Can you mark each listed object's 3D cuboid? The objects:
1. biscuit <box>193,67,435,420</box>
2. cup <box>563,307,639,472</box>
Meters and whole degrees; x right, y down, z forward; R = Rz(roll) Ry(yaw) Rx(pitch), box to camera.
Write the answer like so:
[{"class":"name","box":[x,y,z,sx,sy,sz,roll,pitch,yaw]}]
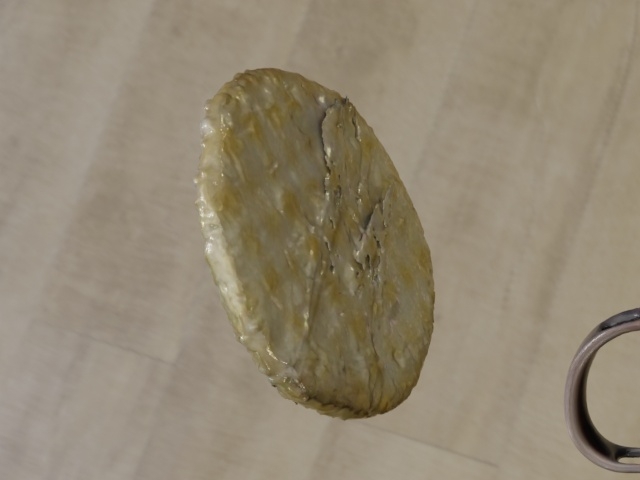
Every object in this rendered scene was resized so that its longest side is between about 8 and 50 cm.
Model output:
[{"class":"biscuit","box":[0.001,0.000,0.987,0.033,0.220,0.219,-20,68,33]},{"class":"cup","box":[0.309,0.104,1.315,0.253,0.191,0.200,-2,108,22]}]
